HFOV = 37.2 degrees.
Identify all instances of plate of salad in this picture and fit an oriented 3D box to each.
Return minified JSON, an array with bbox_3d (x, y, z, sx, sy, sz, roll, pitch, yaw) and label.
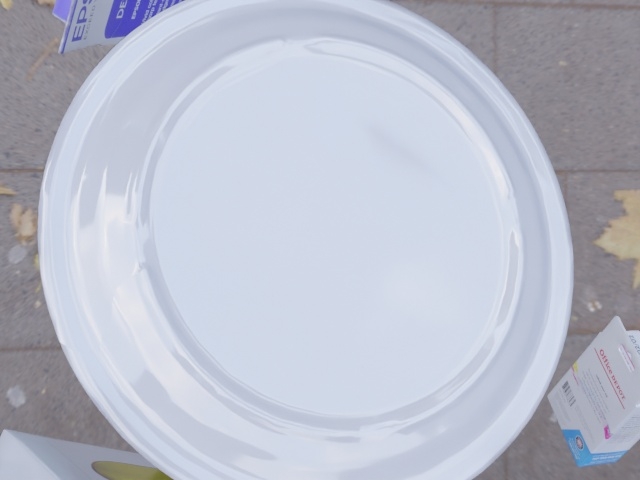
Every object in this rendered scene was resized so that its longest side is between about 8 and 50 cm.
[{"bbox_3d":[0.000,0.000,0.348,0.199,0.048,0.200,5,75,-18],"label":"plate of salad"}]

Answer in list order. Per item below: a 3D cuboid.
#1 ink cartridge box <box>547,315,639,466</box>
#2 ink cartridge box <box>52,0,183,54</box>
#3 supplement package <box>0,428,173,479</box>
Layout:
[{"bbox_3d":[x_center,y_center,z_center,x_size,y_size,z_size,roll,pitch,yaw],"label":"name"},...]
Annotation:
[{"bbox_3d":[0.354,0.180,1.141,0.061,0.181,0.104,0,50,-21],"label":"ink cartridge box"},{"bbox_3d":[-0.072,-0.206,0.495,0.045,0.208,0.206,25,110,7],"label":"ink cartridge box"},{"bbox_3d":[-0.078,0.262,0.580,0.262,0.199,0.198,24,89,-44],"label":"supplement package"}]
